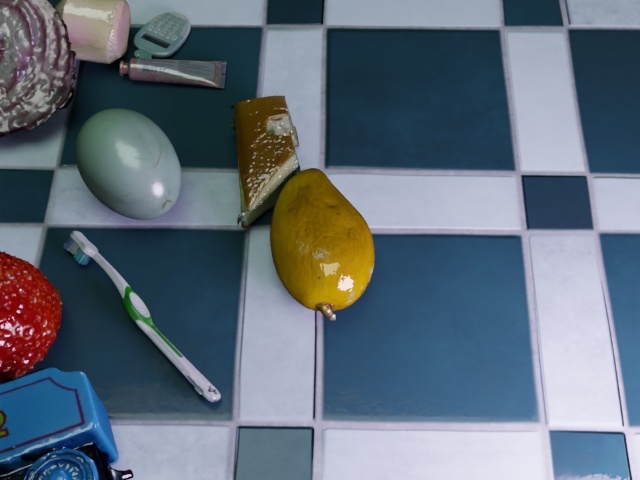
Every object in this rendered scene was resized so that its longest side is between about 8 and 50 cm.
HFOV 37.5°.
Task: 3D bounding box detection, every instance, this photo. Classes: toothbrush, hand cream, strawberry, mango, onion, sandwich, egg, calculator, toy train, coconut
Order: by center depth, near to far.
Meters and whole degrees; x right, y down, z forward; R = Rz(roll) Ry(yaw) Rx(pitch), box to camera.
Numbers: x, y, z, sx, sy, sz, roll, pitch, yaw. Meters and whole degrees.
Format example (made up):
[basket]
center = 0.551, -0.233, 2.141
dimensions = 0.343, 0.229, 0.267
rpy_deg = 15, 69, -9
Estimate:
[toy train]
center = -0.443, 0.340, 1.397
dimensions = 0.300, 0.188, 0.265
rpy_deg = -19, 56, -9
[strawberry]
center = -0.543, 0.119, 1.510
dimensions = 0.257, 0.257, 0.277
rpy_deg = 41, 33, 22
[toothbrush]
center = -0.305, 0.123, 1.605
dimensions = 0.418, 0.042, 0.040
rpy_deg = 42, 107, 23
[mango]
center = 0.000, 0.000, 1.635
dimensions = 0.177, 0.119, 0.316
rpy_deg = -15, 56, -1
[egg]
center = -0.342, -0.136, 1.690
dimensions = 0.168, 0.168, 0.231
rpy_deg = -32, 68, -17
[sandwich]
center = -0.100, -0.142, 1.723
dimensions = 0.128, 0.122, 0.235
rpy_deg = -7, 61, 0
[onion]
center = -0.611, -0.321, 1.829
dimensions = 0.314, 0.146, 0.280
rpy_deg = -38, 86, -4
[coconut]
center = -0.464, -0.428, 1.881
dimensions = 0.153, 0.147, 0.147
rpy_deg = 7, 59, 0
[hand cream]
center = -0.295, -0.339, 1.892
dimensions = 0.210, 0.043, 0.067
rpy_deg = 4, 61, -3
[calculator]
center = -0.329, -0.419, 1.948
dimensions = 0.095, 0.021, 0.153
rpy_deg = 25, 62, 15
